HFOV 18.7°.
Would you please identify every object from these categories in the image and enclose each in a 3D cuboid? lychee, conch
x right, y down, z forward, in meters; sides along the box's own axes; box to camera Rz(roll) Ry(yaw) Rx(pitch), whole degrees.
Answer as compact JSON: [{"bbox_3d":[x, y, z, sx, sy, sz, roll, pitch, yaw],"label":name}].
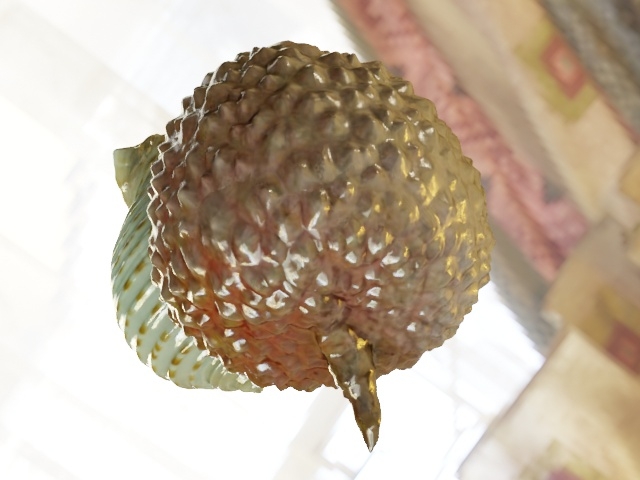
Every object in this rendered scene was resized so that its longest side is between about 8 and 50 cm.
[{"bbox_3d":[0.000,0.000,0.907,0.165,0.165,0.197,-40,-131,38],"label":"lychee"},{"bbox_3d":[-0.055,0.010,1.106,0.135,0.153,0.102,-17,-172,-22],"label":"conch"}]
